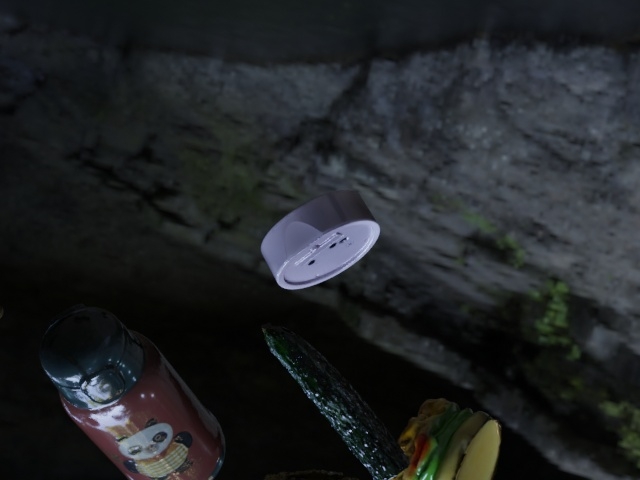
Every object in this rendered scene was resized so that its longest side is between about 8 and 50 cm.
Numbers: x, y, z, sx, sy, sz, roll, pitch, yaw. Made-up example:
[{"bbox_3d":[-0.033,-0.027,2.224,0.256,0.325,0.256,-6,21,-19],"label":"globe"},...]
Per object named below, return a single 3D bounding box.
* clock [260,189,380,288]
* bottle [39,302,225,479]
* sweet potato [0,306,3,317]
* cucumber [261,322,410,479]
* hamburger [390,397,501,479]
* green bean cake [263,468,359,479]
[{"bbox_3d":[0.000,0.000,2.048,0.197,0.197,0.068,14,-139,-60],"label":"clock"},{"bbox_3d":[-0.242,0.203,1.527,0.144,0.144,0.336,14,152,29],"label":"bottle"},{"bbox_3d":[-0.625,0.203,1.987,0.074,0.269,0.075,35,167,9],"label":"sweet potato"},{"bbox_3d":[0.019,0.228,1.769,0.293,0.067,0.067,51,180,0],"label":"cucumber"},{"bbox_3d":[0.206,0.389,2.105,0.148,0.237,0.237,17,-179,26],"label":"hamburger"},{"bbox_3d":[0.041,0.333,1.223,0.229,0.131,0.224,29,-174,33],"label":"green bean cake"}]
